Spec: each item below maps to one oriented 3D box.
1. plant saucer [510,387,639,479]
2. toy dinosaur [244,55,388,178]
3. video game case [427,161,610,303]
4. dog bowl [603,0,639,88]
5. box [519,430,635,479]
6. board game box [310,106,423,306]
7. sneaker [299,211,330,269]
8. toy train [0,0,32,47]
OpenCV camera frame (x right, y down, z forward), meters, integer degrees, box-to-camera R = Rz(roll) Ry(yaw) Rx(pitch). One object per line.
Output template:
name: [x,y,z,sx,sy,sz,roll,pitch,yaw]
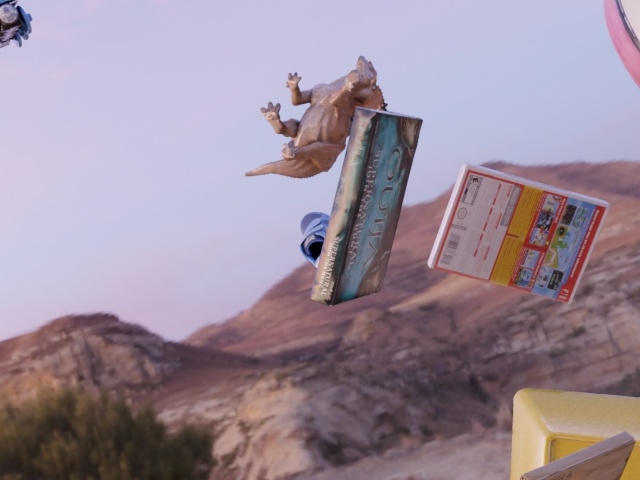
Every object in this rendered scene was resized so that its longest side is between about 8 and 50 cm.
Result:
plant saucer: [0.441,0.399,1.412,0.332,0.333,0.081,3,1,15]
toy dinosaur: [0.013,-0.187,1.634,0.296,0.127,0.200,-53,-33,1]
video game case: [0.361,-0.011,1.761,0.285,0.204,0.025,15,17,-10]
dog bowl: [0.535,-0.271,1.208,0.408,0.408,0.150,-13,-23,-34]
box: [0.298,0.329,1.197,0.201,0.021,0.164,-10,-55,-37]
board game box: [0.048,-0.034,0.942,0.026,0.186,0.126,18,12,24]
sneaker: [0.000,0.000,1.300,0.059,0.144,0.053,25,-72,-34]
toy train: [-0.471,-0.328,1.391,0.080,0.105,0.184,-28,11,-22]
